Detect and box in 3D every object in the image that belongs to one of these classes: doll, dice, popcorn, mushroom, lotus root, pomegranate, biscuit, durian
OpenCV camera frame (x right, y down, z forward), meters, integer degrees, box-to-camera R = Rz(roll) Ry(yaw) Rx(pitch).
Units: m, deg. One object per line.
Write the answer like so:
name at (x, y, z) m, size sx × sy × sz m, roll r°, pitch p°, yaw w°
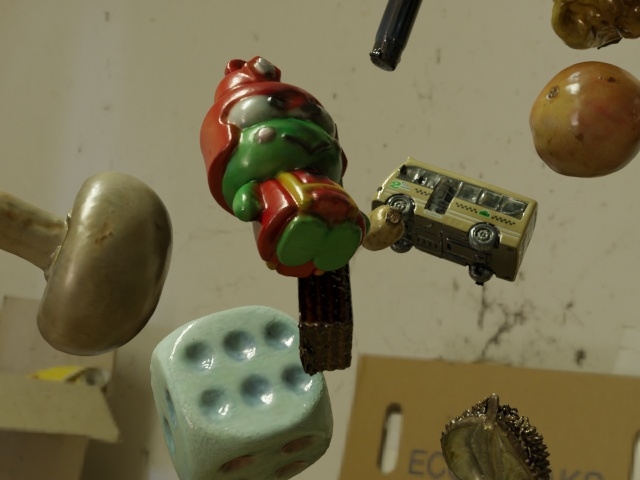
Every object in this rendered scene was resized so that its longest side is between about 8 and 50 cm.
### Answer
doll at (-0.060, -0.107, 1.189) m, size 0.183 × 0.363 × 0.160 m, roll 3°, pitch -41°, yaw -28°
dice at (-0.146, 0.292, 1.700) m, size 0.268 × 0.264 × 0.262 m, roll -13°, pitch -32°, yaw -18°
popcorn at (0.545, -0.516, 1.711) m, size 0.298 × 0.315 × 0.281 m, roll -11°, pitch -11°, yaw 10°
mushroom at (-0.270, 0.014, 1.023) m, size 0.215 × 0.207 × 0.207 m, roll 23°, pitch -12°, yaw -12°
lotus root at (0.110, -0.022, 1.720) m, size 0.063 × 0.072 × 0.152 m, roll -20°, pitch -15°, yaw -34°
pomegranate at (0.431, -0.188, 1.502) m, size 0.191 × 0.191 × 0.191 m, roll 4°, pitch -8°, yaw 1°
biscuit at (0.000, 0.000, 1.301) m, size 0.073 × 0.388 × 0.107 m, roll -2°, pitch -42°, yaw -1°
durian at (0.238, 0.263, 1.228) m, size 0.148 × 0.188 × 0.091 m, roll 15°, pitch 43°, yaw 37°

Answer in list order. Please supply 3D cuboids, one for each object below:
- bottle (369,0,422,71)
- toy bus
bottle at (0.175, -0.489, 2.046) m, size 0.072 × 0.244 × 0.082 m, roll 19°, pitch -3°, yaw 39°
toy bus at (0.312, -0.051, 2.211) m, size 0.366 × 0.201 × 0.177 m, roll 21°, pitch -28°, yaw 18°
